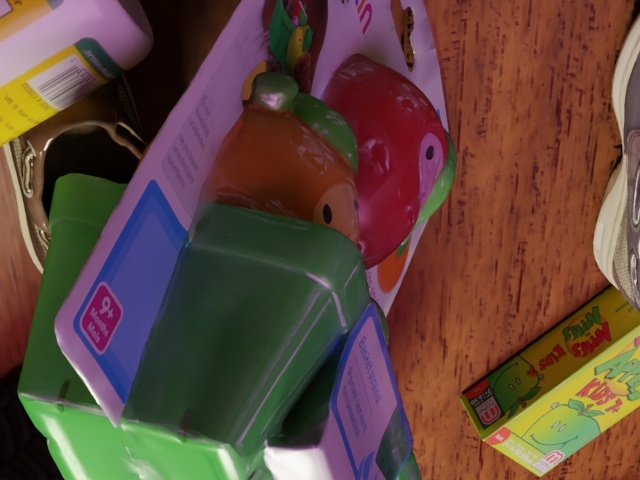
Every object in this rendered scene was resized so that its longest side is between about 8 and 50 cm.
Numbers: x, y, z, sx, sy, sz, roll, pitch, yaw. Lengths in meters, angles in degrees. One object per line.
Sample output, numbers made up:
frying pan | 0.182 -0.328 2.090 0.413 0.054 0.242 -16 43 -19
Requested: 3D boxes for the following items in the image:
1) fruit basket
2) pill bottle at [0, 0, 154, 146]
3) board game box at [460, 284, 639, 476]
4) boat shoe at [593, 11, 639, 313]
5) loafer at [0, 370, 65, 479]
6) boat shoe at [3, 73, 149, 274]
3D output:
fruit basket | 0.000 0.000 0.980 0.353 0.165 0.327 -58 153 -28
pill bottle | -0.194 -0.085 0.898 0.208 0.117 0.117 -31 142 5
board game box | 0.200 0.091 1.391 0.181 0.043 0.092 -38 141 14
boat shoe | 0.236 -0.048 1.210 0.103 0.092 0.285 -14 141 -16
loafer | -0.238 0.227 1.218 0.366 0.134 0.130 -36 143 11
boat shoe | -0.117 -0.008 1.048 0.095 0.095 0.257 -25 142 -2
